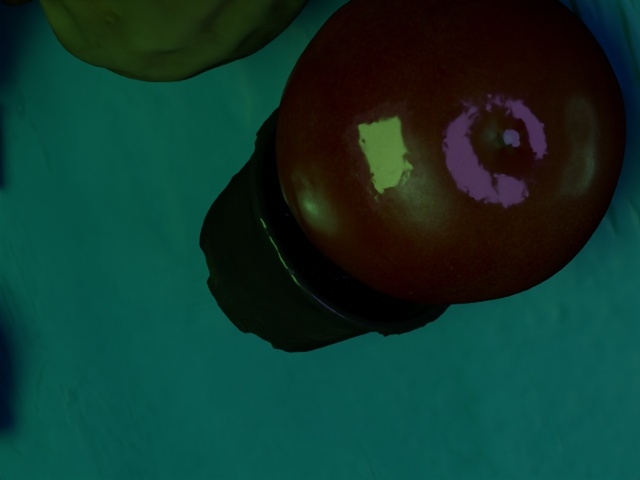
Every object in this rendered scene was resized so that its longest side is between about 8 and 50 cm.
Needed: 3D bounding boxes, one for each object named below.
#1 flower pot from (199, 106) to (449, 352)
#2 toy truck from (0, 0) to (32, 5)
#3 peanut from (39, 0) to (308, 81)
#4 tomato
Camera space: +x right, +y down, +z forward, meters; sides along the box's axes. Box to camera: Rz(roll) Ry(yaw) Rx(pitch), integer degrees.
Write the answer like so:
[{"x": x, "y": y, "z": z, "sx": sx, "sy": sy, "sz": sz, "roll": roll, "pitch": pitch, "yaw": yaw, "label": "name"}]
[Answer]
[{"x": 0.000, "y": 0.000, "z": 0.916, "sx": 0.157, "sy": 0.157, "sz": 0.107, "roll": 57, "pitch": 139, "yaw": 3, "label": "flower pot"}, {"x": -0.322, "y": -0.188, "z": 0.983, "sx": 0.204, "sy": 0.212, "sz": 0.288, "roll": 42, "pitch": 107, "yaw": 14, "label": "toy truck"}, {"x": -0.036, "y": -0.255, "z": 0.834, "sx": 0.387, "sy": 0.170, "sz": 0.192, "roll": -52, "pitch": 41, "yaw": 28, "label": "peanut"}, {"x": 0.075, "y": -0.055, "z": 0.814, "sx": 0.136, "sy": 0.195, "sz": 0.195, "roll": -165, "pitch": 60, "yaw": -68, "label": "tomato"}]
